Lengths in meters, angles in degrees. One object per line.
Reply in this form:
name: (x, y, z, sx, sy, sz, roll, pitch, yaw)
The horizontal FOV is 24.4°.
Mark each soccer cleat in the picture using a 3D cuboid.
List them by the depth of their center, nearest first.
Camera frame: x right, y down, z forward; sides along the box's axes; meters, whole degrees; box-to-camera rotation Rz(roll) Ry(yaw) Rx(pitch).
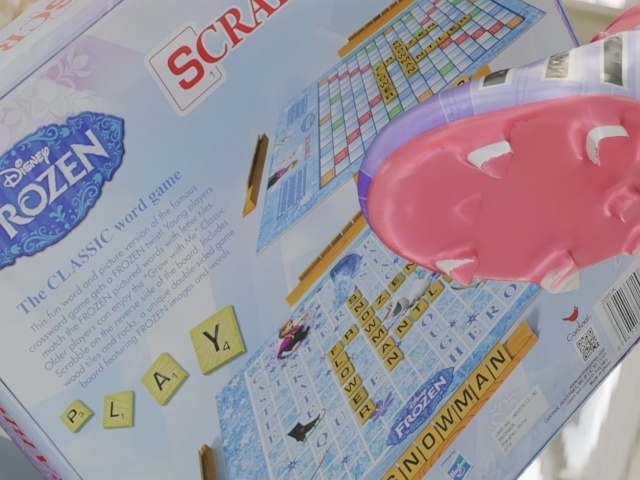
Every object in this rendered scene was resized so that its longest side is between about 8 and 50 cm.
soccer cleat: (0.112, -0.047, 0.543, 0.095, 0.248, 0.083, 54, -34, 39)

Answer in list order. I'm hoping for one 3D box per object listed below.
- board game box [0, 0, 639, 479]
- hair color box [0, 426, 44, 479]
board game box: (0.000, 0.000, 0.661, 0.319, 0.318, 0.066, -43, -150, -22)
hair color box: (-0.285, 0.207, 0.785, 0.374, 0.114, 0.185, -52, -153, 15)
